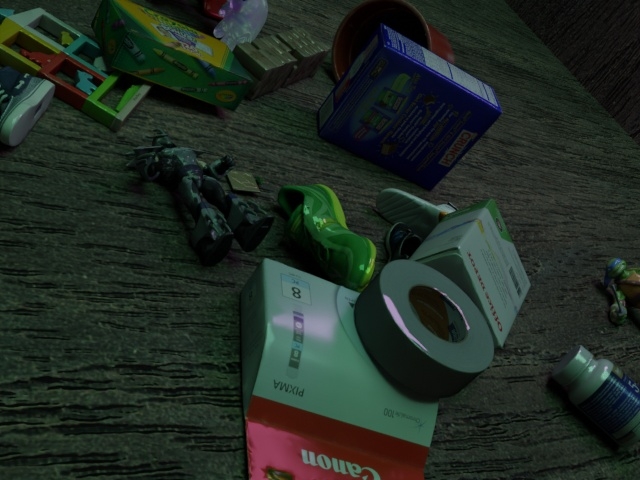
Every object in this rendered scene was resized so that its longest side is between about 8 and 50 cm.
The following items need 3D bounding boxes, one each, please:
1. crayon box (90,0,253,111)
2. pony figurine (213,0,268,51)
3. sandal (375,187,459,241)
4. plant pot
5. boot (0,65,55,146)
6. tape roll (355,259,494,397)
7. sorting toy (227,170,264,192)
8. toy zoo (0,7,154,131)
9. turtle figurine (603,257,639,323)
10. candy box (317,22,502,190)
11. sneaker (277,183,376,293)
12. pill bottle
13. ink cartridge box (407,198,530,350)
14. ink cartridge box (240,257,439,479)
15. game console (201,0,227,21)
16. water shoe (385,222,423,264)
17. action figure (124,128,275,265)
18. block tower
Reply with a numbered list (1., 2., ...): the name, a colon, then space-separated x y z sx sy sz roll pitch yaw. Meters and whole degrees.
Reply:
1. crayon box: -0.287 -0.361 1.540 0.279 0.081 0.165 14 30 -40
2. pony figurine: -0.189 -0.635 1.772 0.303 0.363 0.351 41 66 -9
3. sandal: 0.243 -0.046 1.675 0.265 0.102 0.076 31 35 -6
4. plant pot: 0.209 -0.473 2.061 0.272 0.272 0.265 48 25 16
5. boot: -0.481 -0.209 1.221 0.086 0.069 0.190 22 26 -11
6. tape roll: 0.162 0.134 1.233 0.219 0.072 0.219 27 34 -20
7. sorting toy: -0.133 -0.106 1.467 0.083 0.012 0.062 5 39 -36
8. toy zoo: -0.454 -0.319 1.410 0.293 0.030 0.192 31 32 -11
9. turtle figurine: 0.803 0.147 1.894 0.266 0.274 0.198 45 67 4
10. candy box: 0.196 -0.290 1.784 0.317 0.268 0.122 25 38 -20
11. sneaker: 0.000 0.000 1.380 0.124 0.109 0.295 8 30 -31
12. pill bottle: 0.543 0.294 1.524 0.187 0.112 0.112 42 32 7
13. ink cartridge box: 0.281 0.067 1.485 0.201 0.117 0.278 65 31 -10
14. ink cartridge box: 0.041 0.222 1.144 0.308 0.091 0.384 22 33 -24
15. game console: -0.245 -0.575 1.959 0.144 0.085 0.124 10 72 -36
16. water shoe: 0.174 0.016 1.546 0.073 0.080 0.203 30 33 -13
17. action figure: -0.202 -0.093 1.307 0.185 0.099 0.285 -14 54 -41
18. block tower: -0.098 -0.411 1.819 0.097 0.091 0.335 43 32 7
